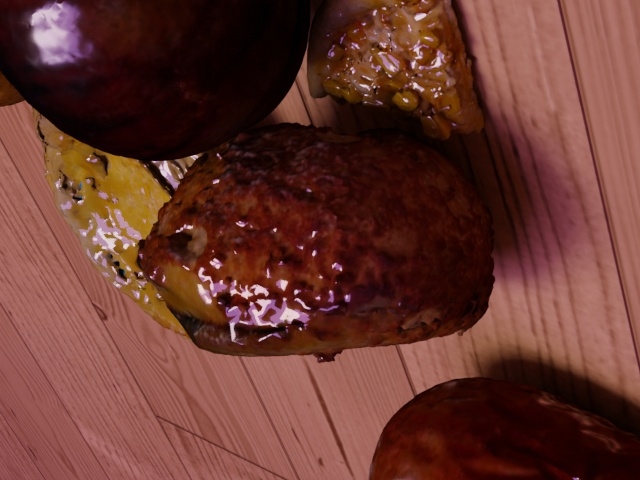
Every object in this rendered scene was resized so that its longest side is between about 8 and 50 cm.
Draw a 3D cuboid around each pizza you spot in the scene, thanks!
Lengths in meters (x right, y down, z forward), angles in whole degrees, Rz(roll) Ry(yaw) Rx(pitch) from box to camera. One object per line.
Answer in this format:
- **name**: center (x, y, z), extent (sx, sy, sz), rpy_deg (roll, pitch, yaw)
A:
- **pizza**: center (0.048, -0.110, 0.886), extent (0.131, 0.041, 0.178), rpy_deg (50, 152, -16)

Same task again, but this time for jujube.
- **jujube**: center (0.161, 0.198, 1.030), extent (0.255, 0.190, 0.190), rpy_deg (7, 136, 39)

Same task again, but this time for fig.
- **fig**: center (-0.103, -0.161, 0.838), extent (0.214, 0.235, 0.235), rpy_deg (-3, 139, 5)

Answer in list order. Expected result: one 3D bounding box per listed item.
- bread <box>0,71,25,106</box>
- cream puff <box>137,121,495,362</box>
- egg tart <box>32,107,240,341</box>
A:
- **bread**: center (-0.288, -0.209, 1.071), extent (0.247, 0.135, 0.232), rpy_deg (53, 149, 13)
- **cream puff**: center (0.000, 0.000, 0.931), extent (0.240, 0.240, 0.164), rpy_deg (0, 102, 53)
- **egg tart**: center (-0.117, -0.035, 1.146), extent (0.290, 0.107, 0.291), rpy_deg (36, 150, 24)
